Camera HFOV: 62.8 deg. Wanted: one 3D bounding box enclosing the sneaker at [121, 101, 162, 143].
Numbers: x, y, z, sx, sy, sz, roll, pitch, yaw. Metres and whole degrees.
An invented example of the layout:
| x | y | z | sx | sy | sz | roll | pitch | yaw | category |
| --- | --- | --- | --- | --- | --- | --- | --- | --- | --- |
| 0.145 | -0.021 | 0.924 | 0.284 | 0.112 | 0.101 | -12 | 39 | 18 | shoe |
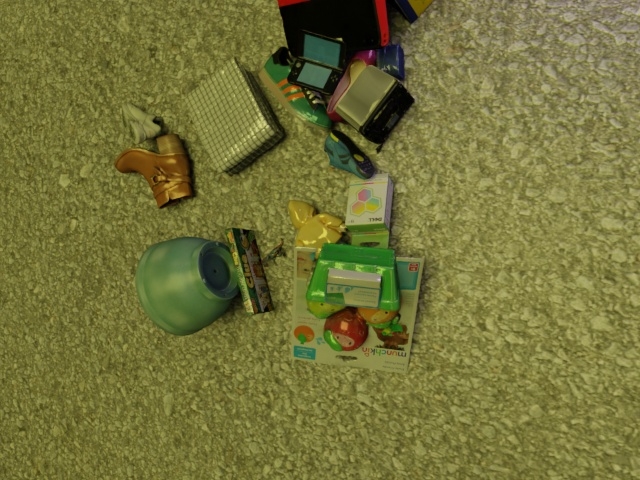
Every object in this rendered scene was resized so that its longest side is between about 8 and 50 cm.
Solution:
| x | y | z | sx | sy | sz | roll | pitch | yaw | category |
| --- | --- | --- | --- | --- | --- | --- | --- | --- | --- |
| -0.604 | -0.402 | 1.784 | 0.232 | 0.115 | 0.090 | 52 | 145 | 38 | sneaker |

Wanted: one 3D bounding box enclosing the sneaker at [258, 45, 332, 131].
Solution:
| x | y | z | sx | sy | sz | roll | pitch | yaw | category |
| --- | --- | --- | --- | --- | --- | --- | --- | --- | --- |
| -0.057 | -0.441 | 1.510 | 0.302 | 0.108 | 0.121 | 48 | 119 | 19 | sneaker |

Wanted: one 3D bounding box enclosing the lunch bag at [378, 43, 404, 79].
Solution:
| x | y | z | sx | sy | sz | roll | pitch | yaw | category |
| --- | --- | --- | --- | --- | --- | --- | --- | --- | --- |
| 0.190 | -0.486 | 1.428 | 0.065 | 0.067 | 0.098 | -2 | 87 | 24 | lunch bag |

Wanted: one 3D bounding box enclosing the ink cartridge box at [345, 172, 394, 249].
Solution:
| x | y | z | sx | sy | sz | roll | pitch | yaw | category |
| --- | --- | --- | --- | --- | --- | --- | --- | --- | --- |
| 0.130 | -0.074 | 1.407 | 0.109 | 0.062 | 0.209 | -2 | 65 | 24 | ink cartridge box |

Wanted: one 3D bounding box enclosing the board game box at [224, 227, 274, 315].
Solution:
| x | y | z | sx | sy | sz | roll | pitch | yaw | category |
| --- | --- | --- | --- | --- | --- | --- | --- | --- | --- |
| -0.209 | 0.091 | 1.559 | 0.030 | 0.136 | 0.259 | -19 | 82 | 22 | board game box |

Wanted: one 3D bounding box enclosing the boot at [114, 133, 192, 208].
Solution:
| x | y | z | sx | sy | sz | roll | pitch | yaw | category |
| --- | --- | --- | --- | --- | --- | --- | --- | --- | --- |
| -0.555 | -0.209 | 1.753 | 0.283 | 0.109 | 0.220 | -16 | 86 | 16 | boot |

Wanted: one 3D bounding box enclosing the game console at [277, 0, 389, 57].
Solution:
| x | y | z | sx | sy | sz | roll | pitch | yaw | category |
| --- | --- | --- | --- | --- | --- | --- | --- | --- | --- |
| 0.013 | -0.672 | 1.384 | 0.386 | 0.060 | 0.342 | 16 | 129 | 47 | game console |

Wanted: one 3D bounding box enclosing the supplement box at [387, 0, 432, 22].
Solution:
| x | y | z | sx | sy | sz | roll | pitch | yaw | category |
| --- | --- | --- | --- | --- | --- | --- | --- | --- | --- |
| 0.273 | -0.782 | 1.328 | 0.356 | 0.195 | 0.194 | -44 | 72 | 18 | supplement box |

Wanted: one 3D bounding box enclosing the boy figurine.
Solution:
| x | y | z | sx | sy | sz | roll | pitch | yaw | category |
| --- | --- | --- | --- | --- | --- | --- | --- | --- | --- |
| 0.000 | 0.000 | 1.491 | 0.285 | 0.092 | 0.177 | 46 | 107 | 19 | boy figurine |

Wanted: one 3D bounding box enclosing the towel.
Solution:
| x | y | z | sx | sy | sz | roll | pitch | yaw | category |
| --- | --- | --- | --- | --- | --- | --- | --- | --- | --- |
| -0.265 | -0.374 | 1.608 | 0.235 | 0.121 | 0.283 | -32 | 78 | 22 | towel |

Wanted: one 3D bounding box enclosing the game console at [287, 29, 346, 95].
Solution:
| x | y | z | sx | sy | sz | roll | pitch | yaw | category |
| --- | --- | --- | --- | --- | --- | --- | --- | --- | --- |
| -0.013 | -0.480 | 1.419 | 0.144 | 0.085 | 0.124 | 22 | 78 | 15 | game console |

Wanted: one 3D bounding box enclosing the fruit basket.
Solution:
| x | y | z | sx | sy | sz | roll | pitch | yaw | category |
| --- | --- | --- | --- | --- | --- | --- | --- | --- | --- |
| 0.083 | 0.191 | 1.358 | 0.327 | 0.165 | 0.353 | 7 | 109 | 5 | fruit basket |

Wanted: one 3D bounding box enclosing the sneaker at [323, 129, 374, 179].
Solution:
| x | y | z | sx | sy | sz | roll | pitch | yaw | category |
| --- | --- | --- | --- | --- | --- | --- | --- | --- | --- |
| 0.075 | -0.221 | 1.459 | 0.209 | 0.069 | 0.082 | 54 | 128 | 36 | sneaker |

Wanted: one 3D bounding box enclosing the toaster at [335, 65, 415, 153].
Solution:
| x | y | z | sx | sy | sz | roll | pitch | yaw | category |
| --- | --- | --- | --- | --- | --- | --- | --- | --- | --- |
| 0.145 | -0.351 | 1.393 | 0.110 | 0.168 | 0.185 | 43 | 104 | 22 | toaster |

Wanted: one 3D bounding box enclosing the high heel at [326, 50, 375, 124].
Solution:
| x | y | z | sx | sy | sz | roll | pitch | yaw | category |
| --- | --- | --- | --- | --- | --- | --- | --- | --- | --- |
| 0.081 | -0.445 | 1.449 | 0.082 | 0.117 | 0.244 | 27 | 100 | 23 | high heel |

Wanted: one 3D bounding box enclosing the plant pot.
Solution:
| x | y | z | sx | sy | sz | roll | pitch | yaw | category |
| --- | --- | --- | --- | --- | --- | --- | --- | --- | --- |
| -0.355 | 0.111 | 1.522 | 0.196 | 0.293 | 0.293 | -22 | 80 | 32 | plant pot |

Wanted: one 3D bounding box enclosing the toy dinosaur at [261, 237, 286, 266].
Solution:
| x | y | z | sx | sy | sz | roll | pitch | yaw | category |
| --- | --- | --- | --- | --- | --- | --- | --- | --- | --- |
| -0.145 | 0.048 | 1.595 | 0.082 | 0.047 | 0.090 | -15 | 49 | 32 | toy dinosaur |
